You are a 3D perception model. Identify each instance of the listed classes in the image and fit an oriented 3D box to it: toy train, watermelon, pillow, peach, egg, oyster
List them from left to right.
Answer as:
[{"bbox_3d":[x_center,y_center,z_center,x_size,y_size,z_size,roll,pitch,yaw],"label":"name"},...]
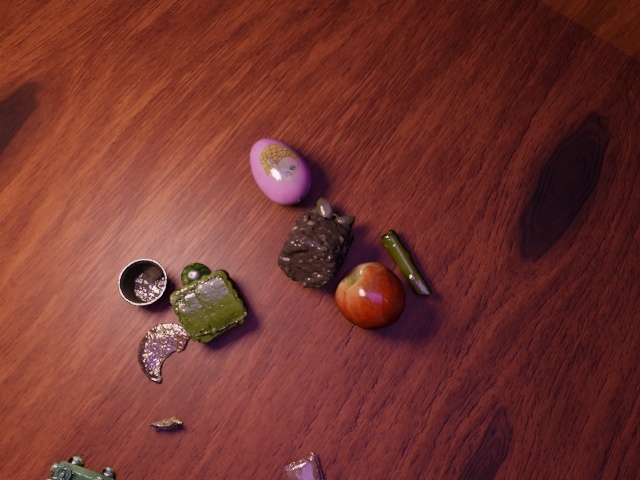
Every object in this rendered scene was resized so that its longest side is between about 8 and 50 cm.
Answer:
[{"bbox_3d":[-0.721,0.742,1.290,0.200,0.083,0.132,22,85,1],"label":"toy train"},{"bbox_3d":[-0.489,0.575,1.361,0.083,0.081,0.038,26,45,-31],"label":"oyster"},{"bbox_3d":[-0.436,0.122,1.492,0.106,0.062,0.105,1,70,-3],"label":"watermelon"},{"bbox_3d":[-0.151,-0.249,1.557,0.271,0.196,0.196,40,75,18],"label":"egg"},{"bbox_3d":[-0.036,0.782,1.354,0.118,0.043,0.185,-20,77,-8],"label":"pillow"},{"bbox_3d":[0.182,0.201,1.454,0.232,0.232,0.256,-45,116,-15],"label":"peach"}]

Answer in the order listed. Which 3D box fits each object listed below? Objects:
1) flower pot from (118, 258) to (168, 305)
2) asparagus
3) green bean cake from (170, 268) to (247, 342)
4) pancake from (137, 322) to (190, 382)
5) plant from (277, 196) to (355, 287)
[{"bbox_3d":[-0.586,0.146,1.450,0.157,0.107,0.157,1,78,-6],"label":"flower pot"},{"bbox_3d":[0.315,0.088,1.574,0.067,0.060,0.277,-22,77,-30],"label":"asparagus"},{"bbox_3d":[-0.367,0.214,1.423,0.214,0.113,0.200,-30,98,-9],"label":"green bean cake"},{"bbox_3d":[-0.516,0.367,1.439,0.191,0.020,0.184,-20,77,-9],"label":"pancake"},{"bbox_3d":[0.000,0.000,1.500,0.215,0.213,0.312,24,38,1],"label":"plant"}]
